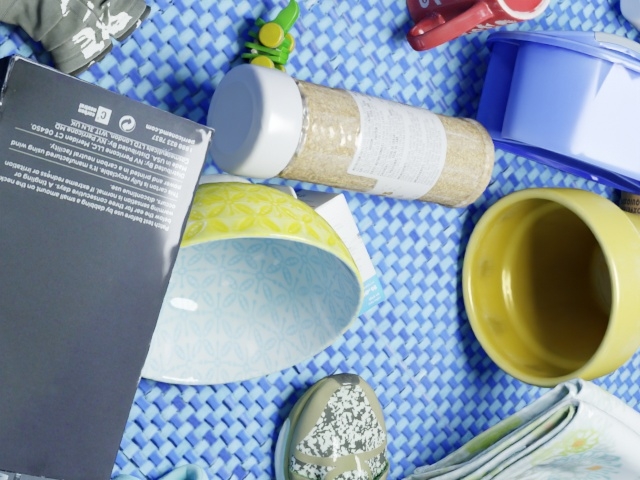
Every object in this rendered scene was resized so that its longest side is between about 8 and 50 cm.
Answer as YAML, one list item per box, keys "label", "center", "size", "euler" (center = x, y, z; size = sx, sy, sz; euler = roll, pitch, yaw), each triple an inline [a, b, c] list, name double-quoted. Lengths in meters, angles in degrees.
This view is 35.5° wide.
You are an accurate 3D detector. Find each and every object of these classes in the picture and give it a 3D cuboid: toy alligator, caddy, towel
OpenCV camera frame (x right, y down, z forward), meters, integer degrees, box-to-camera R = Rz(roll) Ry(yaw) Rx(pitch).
- label: "toy alligator"
  center: [-0.073, -0.195, 1.176]
  size: [0.051, 0.056, 0.189]
  euler: [18, 95, 16]
- label: "caddy"
  center: [0.364, -0.174, 1.283]
  size: [0.342, 0.241, 0.179]
  euler: [17, 92, -12]
- label: "towel"
  center: [0.330, 0.349, 1.317]
  size: [0.374, 0.090, 0.320]
  euler: [33, 125, -28]

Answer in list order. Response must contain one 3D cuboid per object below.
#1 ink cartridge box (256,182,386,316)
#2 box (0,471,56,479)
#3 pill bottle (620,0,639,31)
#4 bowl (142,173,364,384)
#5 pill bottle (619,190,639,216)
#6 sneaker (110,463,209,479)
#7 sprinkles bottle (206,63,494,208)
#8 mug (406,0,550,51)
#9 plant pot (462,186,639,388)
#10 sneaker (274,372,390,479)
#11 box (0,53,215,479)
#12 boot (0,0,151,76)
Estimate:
- label: "ink cartridge box"
  center: [0.000, 0.000, 1.200]
  size: [0.060, 0.104, 0.180]
  euler: [-30, 109, -22]
- label: "box"
  center: [-0.367, 0.313, 1.065]
  size: [0.183, 0.059, 0.232]
  euler: [22, 85, -29]
- label: "pill bottle"
  center: [0.583, -0.283, 1.439]
  size: [0.319, 0.176, 0.176]
  euler: [31, 81, -27]
- label: "bowl"
  center: [-0.109, 0.022, 1.098]
  size: [0.290, 0.289, 0.156]
  euler: [10, 48, -29]
- label: "pill bottle"
  center: [0.498, -0.031, 1.447]
  size: [0.131, 0.131, 0.229]
  euler: [6, 92, -28]
- label: "sneaker"
  center: [-0.237, 0.327, 1.047]
  size: [0.366, 0.135, 0.150]
  euler: [-11, 98, -63]
- label: "sprinkles bottle"
  center: [0.045, -0.114, 1.171]
  size: [0.356, 0.121, 0.121]
  euler: [7, 92, -38]
- label: "mug"
  center: [0.193, -0.293, 1.235]
  size: [0.113, 0.169, 0.150]
  euler: [18, 86, -29]
- label: "plant pot"
  center: [0.359, 0.054, 1.324]
  size: [0.239, 0.254, 0.253]
  euler: [-4, 97, -37]
- label: "sneaker"
  center: [0.044, 0.369, 1.220]
  size: [0.158, 0.182, 0.410]
  euler: [-1, 96, -28]
- label: "box"
  center: [-0.279, 0.016, 0.920]
  size: [0.179, 0.343, 0.312]
  euler: [19, 87, -29]
- label: "boot"
  center: [-0.301, -0.229, 1.034]
  size: [0.246, 0.083, 0.161]
  euler: [-38, 117, -18]
